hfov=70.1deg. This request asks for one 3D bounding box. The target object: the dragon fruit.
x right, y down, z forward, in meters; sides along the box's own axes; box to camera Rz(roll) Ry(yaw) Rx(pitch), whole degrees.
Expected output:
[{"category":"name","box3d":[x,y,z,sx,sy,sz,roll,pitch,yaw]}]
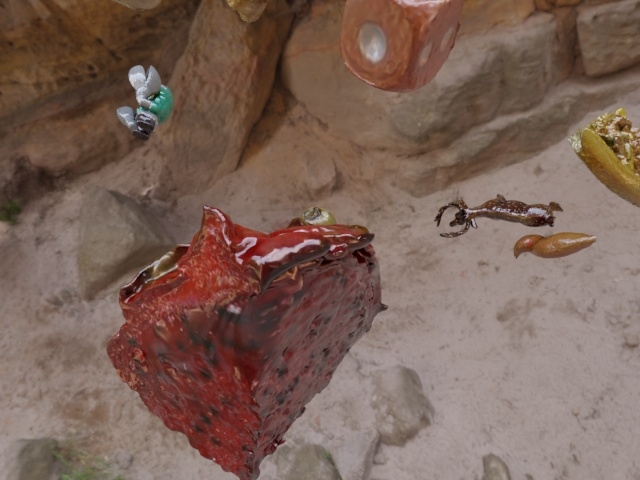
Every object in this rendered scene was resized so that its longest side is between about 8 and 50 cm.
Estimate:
[{"category":"dragon fruit","box3d":[-0.070,0.043,0.500,0.228,0.329,0.286,32,50,24]}]

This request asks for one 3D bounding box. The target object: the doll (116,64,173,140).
[{"category":"doll","box3d":[-0.505,-0.402,1.323,0.195,0.153,0.258,-58,28,4]}]

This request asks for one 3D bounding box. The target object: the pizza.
[{"category":"pizza","box3d":[0.693,-0.164,1.036,0.258,0.268,0.087,-30,-1,-38]}]

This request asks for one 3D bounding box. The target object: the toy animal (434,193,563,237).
[{"category":"toy animal","box3d":[0.420,-0.068,1.064,0.244,0.087,0.260,-2,9,39]}]

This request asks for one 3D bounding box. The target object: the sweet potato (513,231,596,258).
[{"category":"sweet potato","box3d":[0.493,0.011,0.982,0.058,0.055,0.202,-4,-2,-23]}]

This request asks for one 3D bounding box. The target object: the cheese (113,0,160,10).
[{"category":"cheese","box3d":[-0.256,-0.425,0.629,0.235,0.117,0.217,-26,54,62]}]

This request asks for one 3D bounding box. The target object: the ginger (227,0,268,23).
[{"category":"ginger","box3d":[-0.090,-0.395,0.624,0.216,0.157,0.102,-27,0,16]}]

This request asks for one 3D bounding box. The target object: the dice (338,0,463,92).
[{"category":"dice","box3d":[0.154,-0.399,0.865,0.174,0.174,0.179,37,52,24]}]

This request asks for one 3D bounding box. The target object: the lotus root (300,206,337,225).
[{"category":"lotus root","box3d":[0.002,-0.001,1.660,0.154,0.278,0.154,-6,40,5]}]
